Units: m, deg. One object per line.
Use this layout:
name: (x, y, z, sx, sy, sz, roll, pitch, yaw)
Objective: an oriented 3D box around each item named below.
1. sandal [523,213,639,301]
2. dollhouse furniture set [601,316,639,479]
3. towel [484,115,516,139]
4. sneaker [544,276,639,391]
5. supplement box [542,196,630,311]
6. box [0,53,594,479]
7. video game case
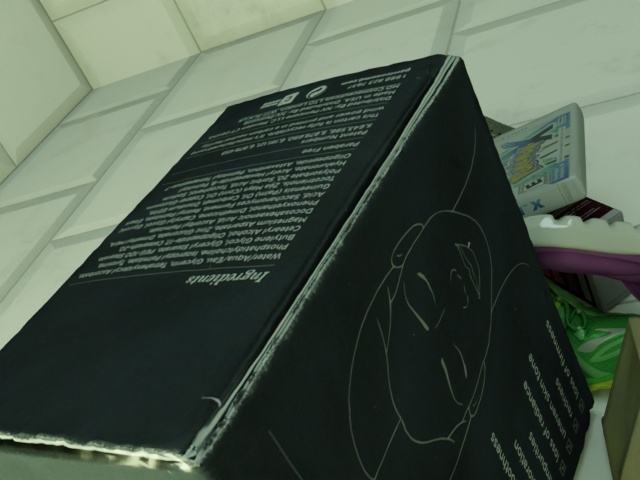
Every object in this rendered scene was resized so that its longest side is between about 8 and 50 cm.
sandal: (0.419, 0.052, 0.939, 0.417, 0.169, 0.102, 8, 77, 16)
dollhouse furniture set: (0.425, 0.176, 0.822, 0.242, 0.161, 0.212, 3, 36, 7)
towel: (0.204, -0.101, 1.395, 0.312, 0.056, 0.324, 29, 63, 34)
sneaker: (0.276, 0.104, 1.023, 0.296, 0.123, 0.109, 5, 41, 42)
supplement box: (0.327, -0.010, 1.157, 0.073, 0.130, 0.239, -34, 31, -11)
box: (0.014, 0.165, 0.772, 0.298, 0.479, 0.471, -7, 34, 34)
video game case: (0.219, -0.075, 1.144, 0.300, 0.036, 0.329, -23, 16, 25)
